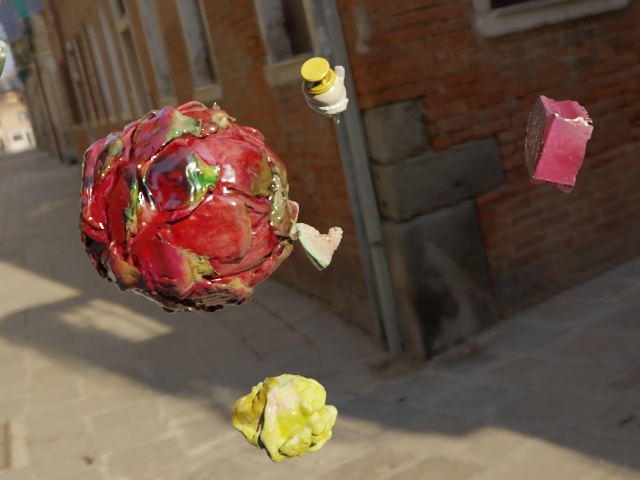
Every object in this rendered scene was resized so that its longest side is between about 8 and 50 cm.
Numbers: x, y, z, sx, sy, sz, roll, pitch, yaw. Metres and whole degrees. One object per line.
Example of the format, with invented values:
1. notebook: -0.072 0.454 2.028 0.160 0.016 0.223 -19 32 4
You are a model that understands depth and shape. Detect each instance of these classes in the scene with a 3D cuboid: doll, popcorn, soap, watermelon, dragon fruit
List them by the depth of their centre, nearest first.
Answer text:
1. dragon fruit: -0.198 -0.046 1.461 0.329 0.329 0.329 -13 9 2
2. popcorn: -0.051 0.258 1.477 0.145 0.125 0.126 13 3 38
3. doll: 0.014 -0.246 1.627 0.073 0.127 0.084 28 72 29
4. watermelon: -0.007 0.008 2.046 0.080 0.101 0.155 -34 28 27
5. soap: 0.484 -0.207 2.065 0.099 0.162 0.250 9 20 4

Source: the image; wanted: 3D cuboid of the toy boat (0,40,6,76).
1. toy boat: -0.537 -0.250 1.584 0.085 0.078 0.260 -2 -15 -33
